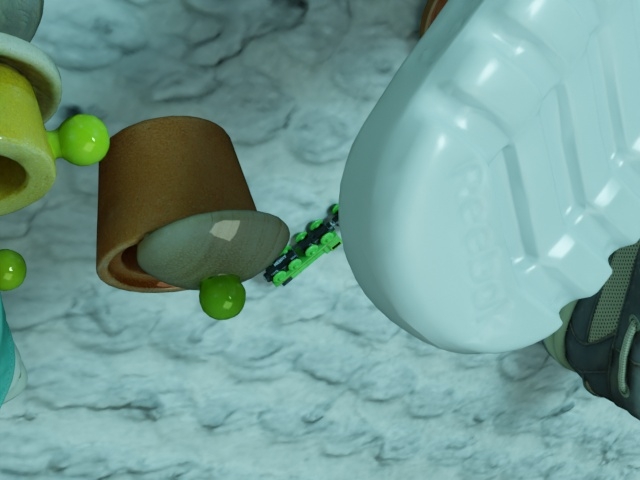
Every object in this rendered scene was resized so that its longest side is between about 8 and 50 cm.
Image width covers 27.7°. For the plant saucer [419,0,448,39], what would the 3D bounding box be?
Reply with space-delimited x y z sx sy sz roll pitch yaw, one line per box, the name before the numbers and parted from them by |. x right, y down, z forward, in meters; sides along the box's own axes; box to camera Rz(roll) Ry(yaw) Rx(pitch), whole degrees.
plant saucer | 0.093 -0.132 0.746 0.084 0.013 0.083 -19 135 -20

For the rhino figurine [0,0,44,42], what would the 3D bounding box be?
rhino figurine | -0.221 -0.096 0.513 0.243 0.073 0.106 2 130 -36

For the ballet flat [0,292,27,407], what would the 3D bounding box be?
ballet flat | -0.208 0.093 0.704 0.087 0.083 0.247 -19 142 -56

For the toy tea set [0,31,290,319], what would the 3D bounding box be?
toy tea set | -0.179 0.021 0.515 0.336 0.124 0.200 -12 158 0

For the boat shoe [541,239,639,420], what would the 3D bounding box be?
boat shoe | 0.268 -0.024 0.879 0.132 0.130 0.355 -9 132 -29

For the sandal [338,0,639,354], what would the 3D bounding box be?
sandal | 0.138 -0.136 0.536 0.416 0.102 0.169 -45 127 -19

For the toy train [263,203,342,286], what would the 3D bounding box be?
toy train | 0.000 0.000 0.799 0.083 0.017 0.023 -39 150 2
